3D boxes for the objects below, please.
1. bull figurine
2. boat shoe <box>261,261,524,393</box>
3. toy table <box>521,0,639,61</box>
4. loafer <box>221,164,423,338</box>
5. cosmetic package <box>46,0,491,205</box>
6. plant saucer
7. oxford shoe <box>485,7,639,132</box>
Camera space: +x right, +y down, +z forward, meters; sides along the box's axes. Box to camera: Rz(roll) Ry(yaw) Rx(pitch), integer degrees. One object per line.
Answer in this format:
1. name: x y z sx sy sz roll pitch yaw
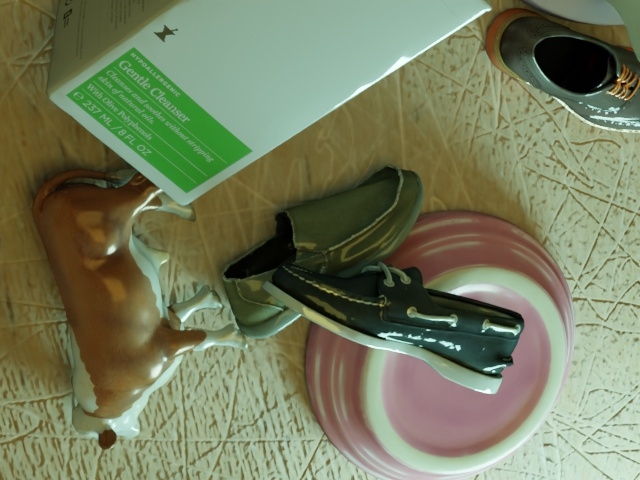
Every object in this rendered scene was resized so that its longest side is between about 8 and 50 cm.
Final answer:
1. bull figurine: -0.190 0.066 1.549 0.188 0.101 0.310 -21 116 -18
2. boat shoe: 0.080 0.068 1.562 0.302 0.114 0.091 21 98 -34
3. toy table: 0.324 -0.307 1.574 0.274 0.161 0.252 -8 102 -23
4. loafer: 0.000 0.000 1.601 0.251 0.094 0.087 -40 121 -4
5. cosmetic package: -0.051 -0.216 1.380 0.365 0.155 0.197 -31 129 26
6. plant saucer: 0.149 0.134 1.711 0.332 0.084 0.332 -6 110 -18
7. oxford shoe: 0.310 -0.171 1.662 0.271 0.098 0.097 16 101 -25
